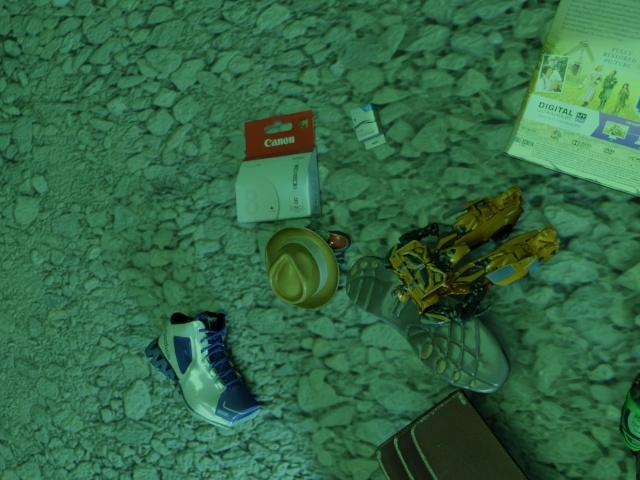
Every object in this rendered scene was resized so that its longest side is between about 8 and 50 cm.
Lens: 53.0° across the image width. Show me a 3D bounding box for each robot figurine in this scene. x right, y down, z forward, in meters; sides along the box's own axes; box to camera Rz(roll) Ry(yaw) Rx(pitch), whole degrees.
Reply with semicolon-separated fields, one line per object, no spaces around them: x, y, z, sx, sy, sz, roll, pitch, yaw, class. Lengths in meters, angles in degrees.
0.252;0.025;1.125;0.291;0.085;0.211;-27;55;-5;robot figurine

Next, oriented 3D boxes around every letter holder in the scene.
0.252;0.452;1.140;0.214;0.152;0.301;-35;74;-3;letter holder

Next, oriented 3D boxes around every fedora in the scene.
-0.054;0.069;1.349;0.195;0.079;0.194;10;115;23;fedora

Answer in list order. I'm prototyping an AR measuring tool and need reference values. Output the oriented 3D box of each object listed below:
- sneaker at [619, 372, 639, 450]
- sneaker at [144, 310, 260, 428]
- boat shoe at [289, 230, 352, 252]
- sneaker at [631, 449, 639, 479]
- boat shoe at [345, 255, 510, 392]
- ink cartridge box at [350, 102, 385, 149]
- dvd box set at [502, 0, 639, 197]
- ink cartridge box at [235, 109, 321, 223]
0.639;0.305;0.990;0.344;0.134;0.146;18;132;13;sneaker
-0.261;0.266;1.464;0.316;0.127;0.182;35;109;24;sneaker
0.000;0.000;1.364;0.137;0.043;0.049;7;93;26;boat shoe
0.554;0.382;1.058;0.067;0.078;0.188;-23;80;40;sneaker
0.211;0.144;1.210;0.355;0.130;0.132;40;106;27;boat shoe
0.097;-0.233;1.312;0.048;0.028;0.083;-19;83;28;ink cartridge box
0.524;-0.295;1.065;0.308;0.062;0.420;22;102;26;dvd box set
-0.100;-0.159;1.407;0.189;0.066;0.232;-4;94;28;ink cartridge box
